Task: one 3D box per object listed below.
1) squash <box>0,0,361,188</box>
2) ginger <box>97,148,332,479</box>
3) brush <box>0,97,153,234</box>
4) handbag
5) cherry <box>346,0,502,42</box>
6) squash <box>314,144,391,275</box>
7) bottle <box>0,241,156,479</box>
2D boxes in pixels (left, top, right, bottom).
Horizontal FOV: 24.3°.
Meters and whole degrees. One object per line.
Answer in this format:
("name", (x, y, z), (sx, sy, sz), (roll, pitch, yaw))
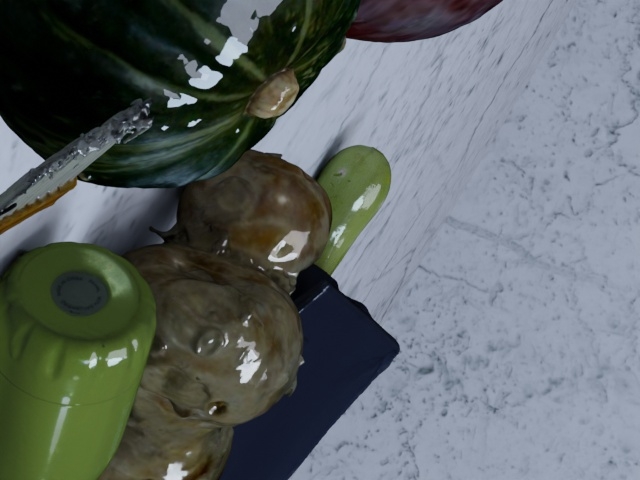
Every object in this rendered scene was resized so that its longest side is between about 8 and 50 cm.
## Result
("squash", (-0.076, -0.124, 0.717), (0.218, 0.172, 0.218), (-55, 172, -12))
("ginger", (-0.118, 0.110, 1.229), (0.375, 0.176, 0.256), (-62, -176, 22))
("brush", (-0.193, 0.023, 0.697), (0.314, 0.017, 0.090), (-33, -177, 39))
("handbag", (-0.080, 0.159, 1.551), (0.303, 0.122, 0.329), (-49, 158, 0))
("cherry", (0.042, -0.231, 0.898), (0.300, 0.203, 0.230), (-29, 154, -41))
("squash", (0.000, 0.000, 1.689), (0.250, 0.083, 0.083), (-59, 170, 18))
("bottle", (-0.193, 0.122, 1.060), (0.112, 0.112, 0.260), (-47, 165, -46))
